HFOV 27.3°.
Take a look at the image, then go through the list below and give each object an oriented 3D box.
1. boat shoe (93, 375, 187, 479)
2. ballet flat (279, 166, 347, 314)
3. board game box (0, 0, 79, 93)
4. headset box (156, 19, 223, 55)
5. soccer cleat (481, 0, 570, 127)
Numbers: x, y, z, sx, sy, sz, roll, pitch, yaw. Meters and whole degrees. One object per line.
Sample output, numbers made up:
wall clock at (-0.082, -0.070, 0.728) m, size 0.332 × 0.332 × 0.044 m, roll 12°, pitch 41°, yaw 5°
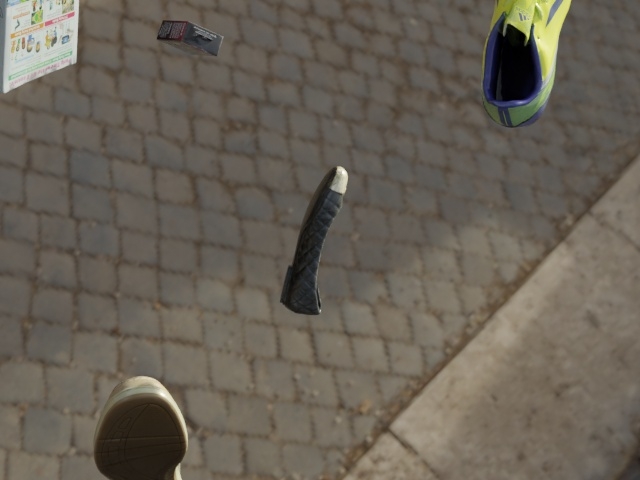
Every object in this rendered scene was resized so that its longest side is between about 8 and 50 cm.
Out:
boat shoe at (-0.212, 0.235, 1.578) m, size 0.109 × 0.302 × 0.098 m, roll -6°, pitch 55°, yaw -5°
ballet flat at (0.000, 0.000, 1.431) m, size 0.049 × 0.173 × 0.057 m, roll 16°, pitch 20°, yaw -6°
board game box at (-0.454, -0.398, 1.995) m, size 0.097 × 0.303 × 0.224 m, roll 14°, pitch 23°, yaw 16°
headset box at (-0.183, -0.286, 1.860) m, size 0.062 × 0.083 × 0.032 m, roll 19°, pitch 86°, yaw -36°
soccer cleat at (0.248, -0.279, 1.580) m, size 0.093 × 0.289 × 0.121 m, roll 6°, pitch -3°, yaw 19°
